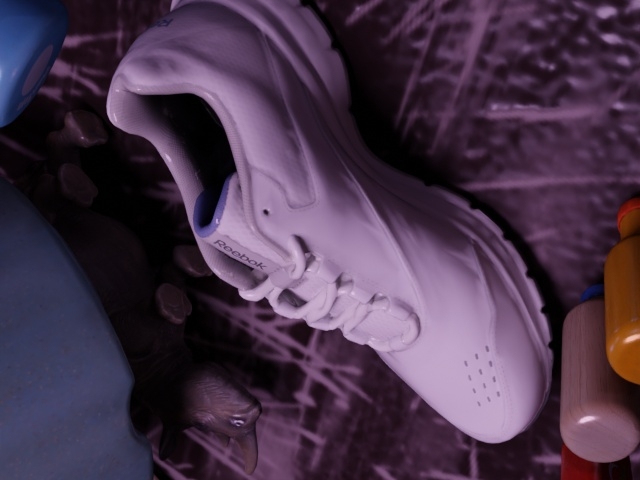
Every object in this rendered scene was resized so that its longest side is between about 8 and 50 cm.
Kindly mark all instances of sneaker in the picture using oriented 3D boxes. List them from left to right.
[{"bbox_3d":[0.000,0.000,0.754,0.297,0.129,0.111,47,132,-3],"label":"sneaker"}]

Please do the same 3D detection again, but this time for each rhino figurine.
[{"bbox_3d":[-0.113,0.045,0.896,0.106,0.073,0.243,-37,91,40],"label":"rhino figurine"}]

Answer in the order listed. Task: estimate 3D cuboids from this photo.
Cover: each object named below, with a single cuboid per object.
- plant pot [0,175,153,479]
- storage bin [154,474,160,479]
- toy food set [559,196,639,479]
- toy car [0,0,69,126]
[{"bbox_3d":[-0.298,0.129,0.809,0.341,0.334,0.341,35,139,37],"label":"plant pot"},{"bbox_3d":[-0.219,0.309,1.019,0.123,0.262,0.260,50,134,-3],"label":"storage bin"},{"bbox_3d":[0.186,0.096,0.736,0.111,0.104,0.232,-27,121,29],"label":"toy food set"},{"bbox_3d":[-0.224,-0.160,0.798,0.219,0.210,0.238,29,161,-3],"label":"toy car"}]
